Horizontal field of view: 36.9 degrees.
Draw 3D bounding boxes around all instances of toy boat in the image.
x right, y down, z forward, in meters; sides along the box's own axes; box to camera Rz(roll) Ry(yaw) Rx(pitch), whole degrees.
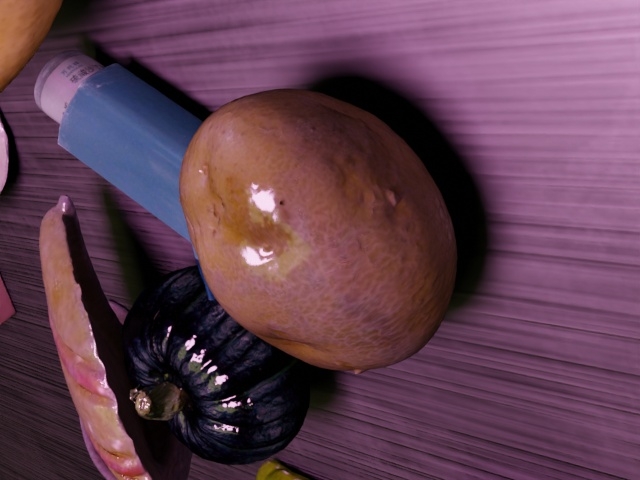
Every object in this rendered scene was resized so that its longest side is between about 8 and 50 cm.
[{"bbox_3d":[-0.212,0.144,0.968,0.293,0.111,0.276,77,171,-64],"label":"toy boat"}]

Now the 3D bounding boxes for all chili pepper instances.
[{"bbox_3d":[0.012,0.290,1.000,0.202,0.050,0.052,29,180,33],"label":"chili pepper"}]

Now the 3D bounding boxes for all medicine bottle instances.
[{"bbox_3d":[-0.127,-0.058,0.788,0.258,0.079,0.124,37,145,19],"label":"medicine bottle"}]

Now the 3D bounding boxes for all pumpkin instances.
[{"bbox_3d":[-0.094,0.113,0.869,0.194,0.150,0.194,51,172,11],"label":"pumpkin"}]

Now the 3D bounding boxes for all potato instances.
[{"bbox_3d":[0.000,0.000,0.641,0.178,0.160,0.235,54,170,38],"label":"potato"}]

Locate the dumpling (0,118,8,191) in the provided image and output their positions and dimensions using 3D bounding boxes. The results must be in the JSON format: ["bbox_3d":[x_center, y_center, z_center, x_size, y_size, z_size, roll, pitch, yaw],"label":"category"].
[{"bbox_3d":[-0.464,-0.126,1.039,0.204,0.163,0.292,16,123,45],"label":"dumpling"}]

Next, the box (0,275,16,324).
[{"bbox_3d":[-0.544,0.011,1.325,0.215,0.086,0.215,26,140,32],"label":"box"}]

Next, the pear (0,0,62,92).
[{"bbox_3d":[-0.337,-0.220,0.639,0.348,0.348,0.348,30,142,27],"label":"pear"}]
